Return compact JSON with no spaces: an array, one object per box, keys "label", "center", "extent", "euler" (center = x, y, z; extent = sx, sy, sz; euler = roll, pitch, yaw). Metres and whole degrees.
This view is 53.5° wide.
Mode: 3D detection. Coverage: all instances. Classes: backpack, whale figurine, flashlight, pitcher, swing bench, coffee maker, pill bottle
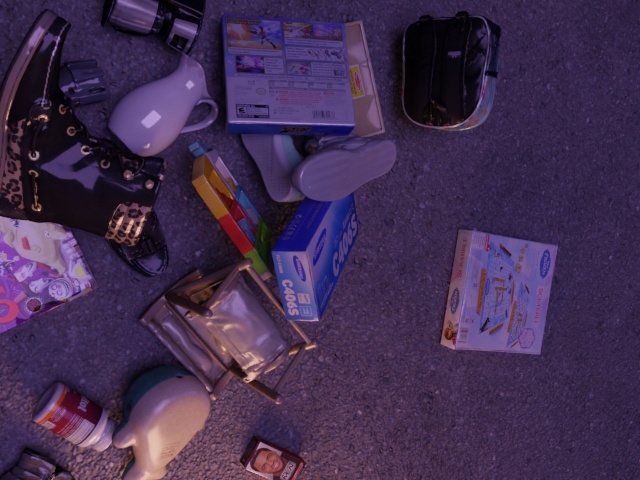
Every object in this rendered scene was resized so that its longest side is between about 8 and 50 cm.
[{"label":"backpack","center":[0.309,-0.387,1.506],"extent":[0.191,0.225,0.254],"euler":[0,96,-58]},{"label":"whale figurine","center":[-0.344,0.380,1.323],"extent":[0.216,0.141,0.272],"euler":[0,120,-47]},{"label":"flashlight","center":[-0.553,-0.273,1.153],"extent":[0.304,0.103,0.103],"euler":[-20,106,-29]},{"label":"pitcher","center":[-0.306,-0.248,1.272],"extent":[0.207,0.125,0.178],"euler":[-44,146,-10]},{"label":"swing bench","center":[-0.191,0.191,1.316],"extent":[0.253,0.254,0.165],"euler":[54,50,-23]},{"label":"coffee maker","center":[-0.318,-0.470,1.235],"extent":[0.178,0.120,0.171],"euler":[14,89,-28]},{"label":"pill bottle","center":[-0.482,0.353,1.259],"extent":[0.152,0.086,0.086],"euler":[42,77,-25]}]

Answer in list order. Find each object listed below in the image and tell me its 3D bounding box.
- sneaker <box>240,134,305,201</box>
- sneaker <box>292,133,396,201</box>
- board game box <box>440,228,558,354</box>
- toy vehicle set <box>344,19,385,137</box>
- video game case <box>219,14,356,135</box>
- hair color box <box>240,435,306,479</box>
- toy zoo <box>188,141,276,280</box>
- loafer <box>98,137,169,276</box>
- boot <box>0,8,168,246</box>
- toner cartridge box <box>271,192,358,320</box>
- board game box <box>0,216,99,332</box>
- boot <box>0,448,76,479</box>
[{"label":"sneaker","center":[-0.089,-0.202,1.416],"extent":[0.151,0.094,0.256],"euler":[-2,72,-65]},{"label":"sneaker","center":[0.010,-0.167,1.360],"extent":[0.292,0.169,0.108],"euler":[-22,123,-43]},{"label":"board game box","center":[0.496,0.146,1.749],"extent":[0.318,0.066,0.319],"euler":[9,91,-27]},{"label":"toy vehicle set","center":[0.048,-0.362,1.481],"extent":[0.166,0.035,0.267],"euler":[-19,104,-24]},{"label":"video game case","center":[-0.071,-0.345,1.337],"extent":[0.269,0.061,0.244],"euler":[-1,76,-15]},{"label":"hair color box","center":[-0.110,0.522,1.492],"extent":[0.141,0.043,0.072],"euler":[33,81,-25]},{"label":"toy zoo","center":[-0.183,-0.074,1.313],"extent":[0.030,0.192,0.293],"euler":[-29,111,10]},{"label":"loafer","center":[-0.384,-0.057,1.258],"extent":[0.109,0.095,0.303],"euler":[-28,107,-23]},{"label":"boot","center":[-0.405,-0.169,1.095],"extent":[0.284,0.138,0.377],"euler":[19,110,-20]},{"label":"toner cartridge box","center":[0.000,0.000,1.336],"extent":[0.348,0.075,0.165],"euler":[-63,147,-54]},{"label":"board game box","center":[-0.587,-0.022,1.188],"extent":[0.208,0.056,0.347],"euler":[-26,107,-18]},{"label":"boot","center":[-0.609,0.469,1.221],"extent":[0.246,0.083,0.161],"euler":[41,70,-30]}]
